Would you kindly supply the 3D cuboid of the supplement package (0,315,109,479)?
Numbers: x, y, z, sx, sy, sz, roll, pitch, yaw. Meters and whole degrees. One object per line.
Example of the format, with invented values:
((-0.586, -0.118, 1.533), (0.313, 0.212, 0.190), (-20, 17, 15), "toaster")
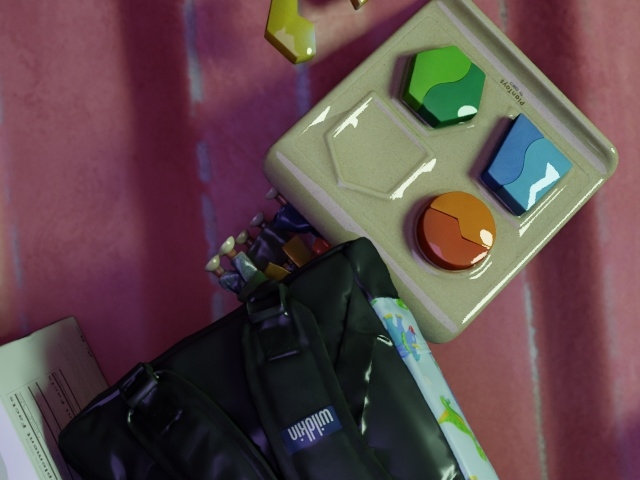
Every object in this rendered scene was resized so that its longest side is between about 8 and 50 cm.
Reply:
((-0.260, 0.160, 1.159), (0.139, 0.244, 0.134), (-26, 91, 8), "supplement package")

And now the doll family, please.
((0.000, 0.000, 1.207), (0.111, 0.076, 0.193), (40, 94, 7), "doll family")

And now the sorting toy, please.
((0.068, -0.099, 1.174), (0.307, 0.041, 0.229), (46, 75, 1), "sorting toy")

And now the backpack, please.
((0.022, 0.231, 1.086), (0.290, 0.273, 0.355), (-35, 65, -1), "backpack")
